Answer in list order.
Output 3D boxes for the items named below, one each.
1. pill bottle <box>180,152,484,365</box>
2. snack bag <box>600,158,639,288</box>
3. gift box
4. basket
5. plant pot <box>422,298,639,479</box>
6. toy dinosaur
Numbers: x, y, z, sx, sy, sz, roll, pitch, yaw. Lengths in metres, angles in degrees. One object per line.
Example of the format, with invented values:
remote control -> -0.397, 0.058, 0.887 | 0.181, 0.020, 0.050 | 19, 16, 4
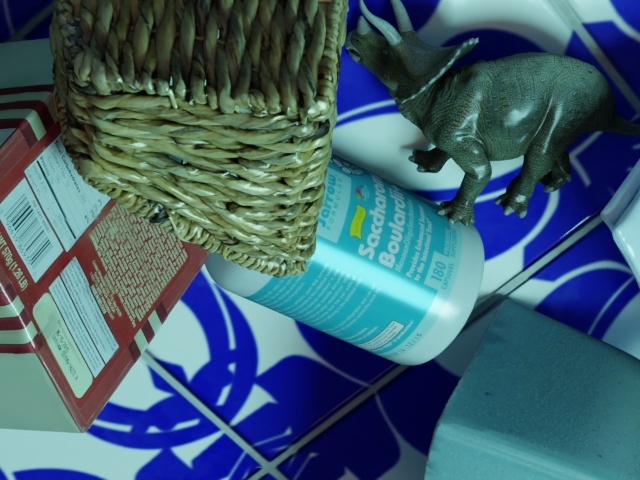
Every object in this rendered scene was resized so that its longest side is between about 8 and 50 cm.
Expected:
pill bottle -> 0.000, 0.000, 1.356 | 0.264, 0.146, 0.146 | 24, 112, -24
snack bag -> 0.390, 0.003, 1.391 | 0.323, 0.037, 0.342 | -52, 125, -29
gift box -> -0.283, -0.002, 1.196 | 0.258, 0.276, 0.255 | -1, 123, 32
basket -> -0.087, -0.151, 1.158 | 0.213, 0.299, 0.223 | 7, 147, 0
plant pot -> 0.234, 0.243, 1.433 | 0.252, 0.248, 0.247 | 18, 120, 14
toy dinosaur -> 0.171, -0.105, 1.348 | 0.313, 0.121, 0.160 | 7, 129, -11
